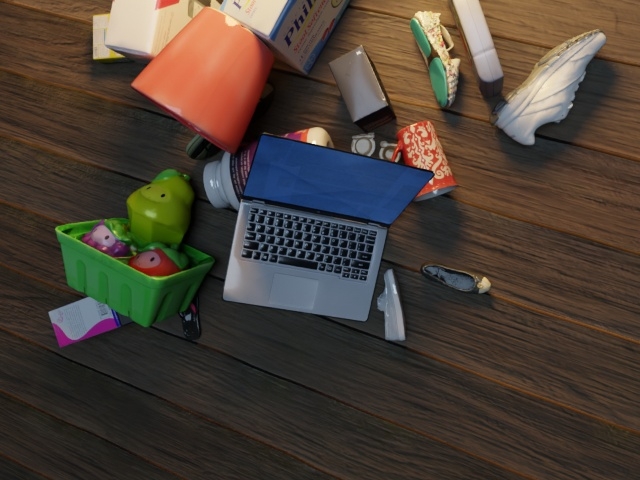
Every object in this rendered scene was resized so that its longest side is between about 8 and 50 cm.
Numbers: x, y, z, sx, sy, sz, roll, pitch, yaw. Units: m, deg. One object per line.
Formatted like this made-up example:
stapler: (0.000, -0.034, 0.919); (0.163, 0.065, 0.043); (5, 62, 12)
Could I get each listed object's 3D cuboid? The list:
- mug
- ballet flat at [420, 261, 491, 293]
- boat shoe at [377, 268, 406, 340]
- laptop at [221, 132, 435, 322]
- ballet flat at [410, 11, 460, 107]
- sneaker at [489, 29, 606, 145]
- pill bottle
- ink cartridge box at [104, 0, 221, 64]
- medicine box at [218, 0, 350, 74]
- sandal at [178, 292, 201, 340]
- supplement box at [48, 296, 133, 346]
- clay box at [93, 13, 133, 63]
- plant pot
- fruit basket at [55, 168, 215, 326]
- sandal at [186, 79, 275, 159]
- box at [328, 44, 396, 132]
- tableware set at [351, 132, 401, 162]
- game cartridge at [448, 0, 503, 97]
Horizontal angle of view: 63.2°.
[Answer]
mug: (0.238, -0.189, 1.247); (0.113, 0.150, 0.169); (-24, 80, 54)
ballet flat: (0.329, 0.096, 1.278); (0.173, 0.049, 0.057); (14, 97, 14)
boat shoe: (0.175, 0.165, 1.321); (0.063, 0.066, 0.184); (-9, 100, 15)
laptop: (0.000, 0.000, 1.195); (0.382, 0.236, 0.407); (11, 96, -12)
ballet flat: (0.292, -0.443, 1.251); (0.077, 0.091, 0.240); (-20, 91, -10)
sneaker: (0.531, -0.347, 1.190); (0.129, 0.111, 0.297); (42, 106, -6)
pill bottle: (-0.124, -0.169, 1.321); (0.323, 0.181, 0.181); (-9, 90, 15)
ink cartridge box: (-0.377, -0.540, 1.309); (0.131, 0.306, 0.226); (15, 97, 14)
medicine box: (-0.063, -0.576, 1.230); (0.149, 0.289, 0.263); (34, 101, 11)
sandal: (-0.379, 0.197, 1.480); (0.067, 0.040, 0.179); (-11, 90, 15)
supplement box: (-0.657, 0.219, 1.520); (0.220, 0.114, 0.111); (-19, 88, 14)
clay box: (-0.538, -0.579, 1.482); (0.222, 0.053, 0.127); (2, 93, 14)
plant pot: (-0.250, -0.371, 1.198); (0.275, 0.275, 0.243); (33, 90, 11)
fruit basket: (-0.471, -0.010, 1.389); (0.392, 0.283, 0.391); (5, 101, 24)
sandal: (-0.254, -0.335, 1.388); (0.303, 0.120, 0.086); (-36, 69, 14)
box: (0.105, -0.361, 1.262); (0.093, 0.158, 0.155); (-24, 86, 15)
tableware set: (0.134, -0.191, 1.333); (0.141, 0.020, 0.168); (13, 96, 15)
game cartridge: (0.341, -0.480, 1.173); (0.060, 0.196, 0.294); (-19, 87, 15)
